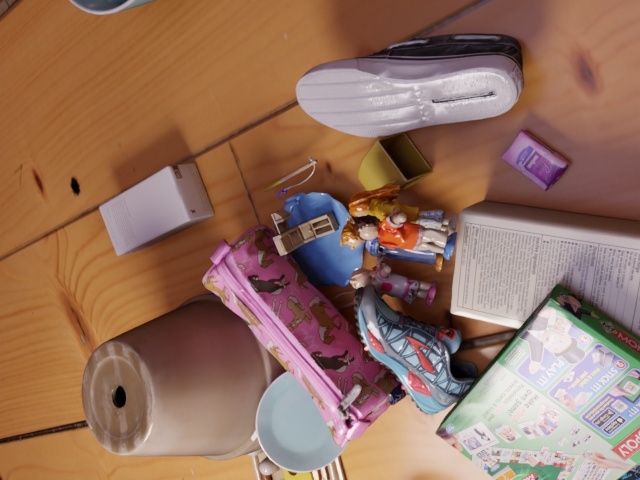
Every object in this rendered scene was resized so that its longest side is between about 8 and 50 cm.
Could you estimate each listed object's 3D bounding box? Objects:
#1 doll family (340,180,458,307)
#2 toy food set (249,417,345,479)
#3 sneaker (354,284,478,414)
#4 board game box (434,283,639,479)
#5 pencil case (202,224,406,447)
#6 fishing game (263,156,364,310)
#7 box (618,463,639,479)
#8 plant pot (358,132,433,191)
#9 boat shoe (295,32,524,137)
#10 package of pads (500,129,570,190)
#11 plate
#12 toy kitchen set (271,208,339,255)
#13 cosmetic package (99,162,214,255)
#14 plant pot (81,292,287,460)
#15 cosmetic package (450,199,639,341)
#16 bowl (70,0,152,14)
[{"bbox_3d":[0.110,-0.003,0.945,0.163,0.118,0.263,13,151,7],"label":"doll family"},{"bbox_3d":[-0.062,0.491,1.206,0.220,0.092,0.306,-14,89,33],"label":"toy food set"},{"bbox_3d":[0.155,0.152,0.977,0.125,0.104,0.262,-31,114,23],"label":"sneaker"},{"bbox_3d":[0.319,0.234,0.845,0.213,0.046,0.317,36,130,13],"label":"board game box"},{"bbox_3d":[-0.033,0.152,1.055,0.386,0.160,0.167,49,154,10],"label":"pencil case"},{"bbox_3d":[0.000,0.000,1.097,0.189,0.041,0.264,-30,90,41],"label":"fishing game"},{"bbox_3d":[0.448,0.294,0.875,0.220,0.051,0.175,-44,77,32],"label":"box"},{"bbox_3d":[0.108,-0.109,0.982,0.081,0.081,0.083,56,133,9],"label":"plant pot"},{"bbox_3d":[0.130,-0.233,0.922,0.335,0.119,0.121,4,136,24],"label":"boat shoe"},{"bbox_3d":[0.303,-0.114,0.884,0.083,0.032,0.050,42,122,17],"label":"package of pads"},{"bbox_3d":[-0.027,0.319,1.123,0.024,0.188,0.188,-9,97,70],"label":"plate"},{"bbox_3d":[-0.031,-0.027,1.028,0.075,0.083,0.068,-19,98,38],"label":"toy kitchen set"},{"bbox_3d":[-0.334,-0.061,1.265,0.231,0.085,0.117,-21,90,32],"label":"cosmetic package"},{"bbox_3d":[-0.257,0.258,1.137,0.323,0.280,0.323,-2,87,34],"label":"plant pot"},{"bbox_3d":[0.346,0.046,0.847,0.309,0.113,0.160,12,107,29],"label":"cosmetic package"},{"bbox_3d":[-0.328,-0.552,1.100,0.311,0.163,0.311,8,105,30],"label":"bowl"}]
